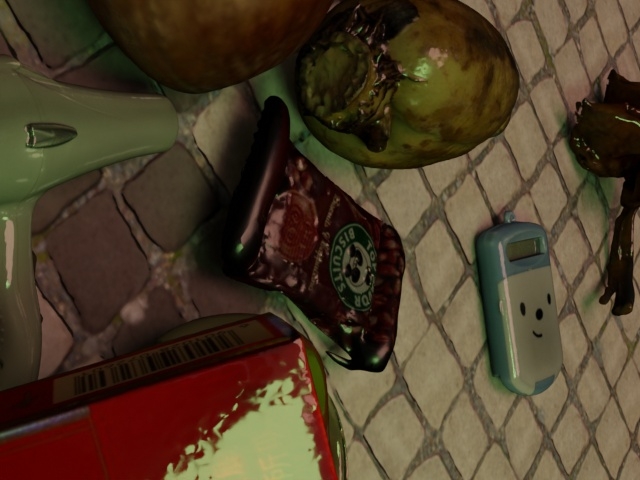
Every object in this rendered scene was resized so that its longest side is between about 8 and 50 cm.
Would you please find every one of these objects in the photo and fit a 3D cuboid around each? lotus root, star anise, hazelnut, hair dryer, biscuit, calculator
[{"bbox_3d":[0.081,-0.139,0.819,0.314,0.169,0.142,2,71,-56],"label":"lotus root"},{"bbox_3d":[0.413,-0.072,1.205,0.237,0.148,0.347,12,78,-24],"label":"star anise"},{"bbox_3d":[-0.072,-0.208,0.662,0.214,0.176,0.214,-24,136,-25],"label":"hazelnut"},{"bbox_3d":[-0.167,-0.003,0.617,0.229,0.092,0.267,-42,130,-48],"label":"hair dryer"},{"bbox_3d":[-0.002,0.005,0.786,0.235,0.063,0.151,40,58,-41],"label":"biscuit"},{"bbox_3d":[0.226,0.070,1.050,0.121,0.039,0.210,-8,91,-50],"label":"calculator"}]

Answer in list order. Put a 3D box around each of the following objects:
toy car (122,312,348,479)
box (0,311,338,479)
[{"bbox_3d":[-0.042,0.168,0.691,0.235,0.145,0.235,-5,90,-68],"label":"toy car"},{"bbox_3d":[-0.140,0.178,0.480,0.313,0.089,0.198,-16,100,-12],"label":"box"}]
